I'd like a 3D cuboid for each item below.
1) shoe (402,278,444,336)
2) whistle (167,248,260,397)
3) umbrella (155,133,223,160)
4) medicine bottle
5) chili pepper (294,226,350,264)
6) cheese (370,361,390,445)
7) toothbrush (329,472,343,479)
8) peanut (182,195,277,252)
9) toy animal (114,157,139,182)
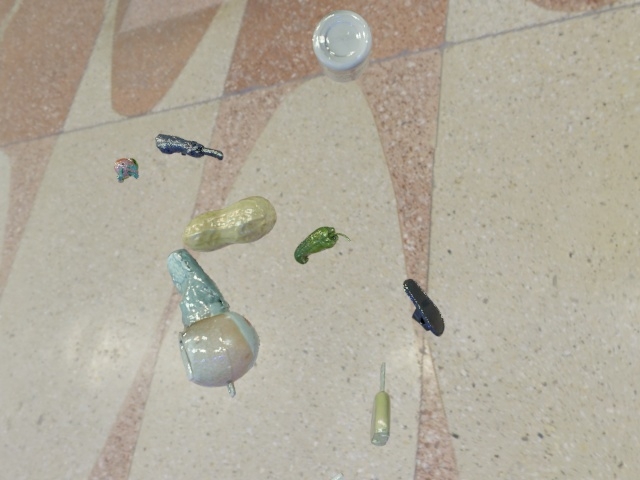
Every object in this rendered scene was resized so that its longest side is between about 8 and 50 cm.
[{"bbox_3d":[0.244,0.167,1.435,0.053,0.062,0.159,-34,89,44],"label":"shoe"},{"bbox_3d":[-0.239,0.174,1.283,0.189,0.189,0.347,-27,76,16],"label":"whistle"},{"bbox_3d":[-0.434,-0.303,1.948,0.249,0.071,0.070,15,73,8],"label":"umbrella"},{"bbox_3d":[0.065,-0.534,1.649,0.157,0.288,0.156,0,96,4],"label":"medicine bottle"},{"bbox_3d":[0.002,0.000,1.692,0.204,0.073,0.072,-31,16,36],"label":"chili pepper"},{"bbox_3d":[0.142,0.371,1.352,0.038,0.097,0.192,9,48,0],"label":"cheese"},{"bbox_3d":[-0.059,0.592,1.259,0.276,0.019,0.025,-35,62,-21],"label":"toothbrush"},{"bbox_3d":[-0.239,-0.036,1.523,0.257,0.123,0.123,-18,57,0],"label":"peanut"},{"bbox_3d":[-0.725,-0.256,2.182,0.103,0.100,0.208,-66,24,4],"label":"toy animal"}]
